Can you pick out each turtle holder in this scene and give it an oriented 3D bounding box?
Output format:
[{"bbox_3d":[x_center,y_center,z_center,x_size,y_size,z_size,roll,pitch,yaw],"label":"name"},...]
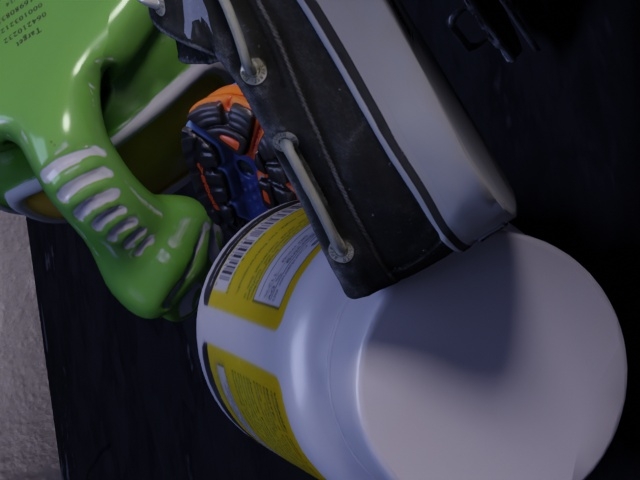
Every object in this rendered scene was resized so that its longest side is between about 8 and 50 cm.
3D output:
[{"bbox_3d":[-0.142,-0.118,1.033,0.320,0.243,0.227,28,167,38],"label":"turtle holder"}]

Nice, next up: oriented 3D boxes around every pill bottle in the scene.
[{"bbox_3d":[0.029,0.043,0.649,0.208,0.119,0.119,-171,76,-73],"label":"pill bottle"}]

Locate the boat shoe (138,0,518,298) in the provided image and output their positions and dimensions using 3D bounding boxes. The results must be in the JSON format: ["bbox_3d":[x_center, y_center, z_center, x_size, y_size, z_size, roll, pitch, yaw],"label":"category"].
[{"bbox_3d":[-0.022,-0.082,0.507,0.219,0.070,0.078,59,-168,-9],"label":"boat shoe"}]

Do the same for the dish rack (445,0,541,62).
[{"bbox_3d":[0.015,-0.191,0.562,0.271,0.074,0.208,45,-159,-54],"label":"dish rack"}]

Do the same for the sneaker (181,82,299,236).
[{"bbox_3d":[0.000,0.000,0.825,0.083,0.087,0.221,23,142,28],"label":"sneaker"}]
